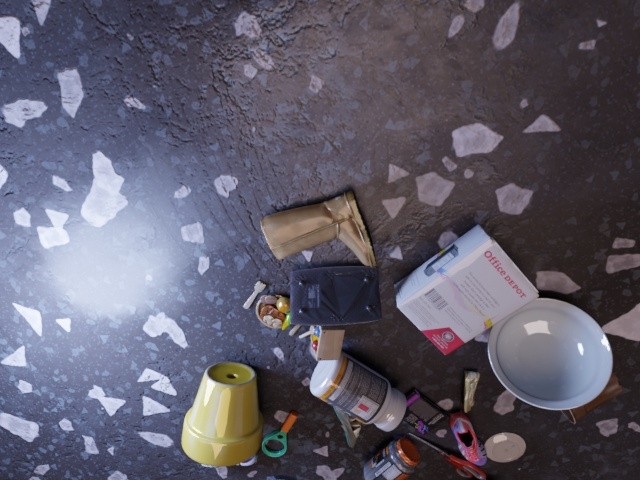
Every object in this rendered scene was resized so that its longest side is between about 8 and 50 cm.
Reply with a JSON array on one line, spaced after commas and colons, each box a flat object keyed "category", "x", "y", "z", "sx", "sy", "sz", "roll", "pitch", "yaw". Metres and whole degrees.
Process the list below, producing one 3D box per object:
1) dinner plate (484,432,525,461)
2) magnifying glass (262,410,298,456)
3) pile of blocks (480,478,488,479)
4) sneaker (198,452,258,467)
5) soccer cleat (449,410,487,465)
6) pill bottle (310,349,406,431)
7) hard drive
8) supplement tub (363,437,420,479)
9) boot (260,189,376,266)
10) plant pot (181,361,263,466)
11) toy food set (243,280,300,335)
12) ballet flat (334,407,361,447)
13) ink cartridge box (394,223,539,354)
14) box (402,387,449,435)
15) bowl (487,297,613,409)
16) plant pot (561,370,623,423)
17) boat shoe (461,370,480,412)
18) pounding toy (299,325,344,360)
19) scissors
[{"category": "dinner plate", "x": 0.644, "y": 0.728, "z": 1.397, "sx": 0.142, "sy": 0.017, "sz": 0.141, "roll": 1, "pitch": 111, "yaw": 3}, {"category": "magnifying glass", "x": -0.140, "y": 0.702, "z": 1.448, "sx": 0.092, "sy": 0.026, "sz": 0.230, "roll": 26, "pitch": 111, "yaw": -6}, {"category": "pile of blocks", "x": 0.499, "y": 0.987, "z": 1.443, "sx": 0.113, "sy": 0.149, "sz": 0.362, "roll": 38, "pitch": 111, "yaw": -10}, {"category": "sneaker", "x": -0.341, "y": 0.770, "z": 1.478, "sx": 0.224, "sy": 0.083, "sz": 0.098, "roll": -4, "pitch": 91, "yaw": 2}, {"category": "soccer cleat", "x": 0.502, "y": 0.687, "z": 1.349, "sx": 0.083, "sy": 0.095, "sz": 0.247, "roll": -22, "pitch": 108, "yaw": 13}, {"category": "pill bottle", "x": 0.120, "y": 0.473, "z": 1.260, "sx": 0.279, "sy": 0.162, "sz": 0.162, "roll": 34, "pitch": 111, "yaw": -9}, {"category": "hard drive", "x": 0.042, "y": 0.162, "z": 1.150, "sx": 0.255, "sy": 0.054, "sz": 0.171, "roll": -4, "pitch": 67, "yaw": 5}, {"category": "supplement tub", "x": 0.250, "y": 0.783, "z": 1.398, "sx": 0.117, "sy": 0.117, "sz": 0.190, "roll": 36, "pitch": 110, "yaw": -10}, {"category": "boot", "x": 0.000, "y": 0.000, "z": 1.123, "sx": 0.270, "sy": 0.089, "sz": 0.235, "roll": -19, "pitch": 99, "yaw": 12}, {"category": "plant pot", "x": -0.302, "y": 0.537, "z": 1.289, "sx": 0.254, "sy": 0.254, "sz": 0.238, "roll": 10, "pitch": 98, "yaw": 1}, {"category": "toy food set", "x": -0.140, "y": 0.222, "z": 1.245, "sx": 0.192, "sy": 0.038, "sz": 0.132, "roll": 32, "pitch": 111, "yaw": -8}, {"category": "ballet flat", "x": 0.104, "y": 0.625, "z": 1.372, "sx": 0.068, "sy": 0.072, "sz": 0.213, "roll": -17, "pitch": 109, "yaw": 7}, {"category": "ink cartridge box", "x": 0.394, "y": 0.140, "z": 1.118, "sx": 0.306, "sy": 0.131, "sz": 0.226, "roll": -40, "pitch": 103, "yaw": 16}, {"category": "box", "x": 0.335, "y": 0.581, "z": 1.357, "sx": 0.162, "sy": 0.029, "sz": 0.116, "roll": 39, "pitch": 111, "yaw": -9}, {"category": "bowl", "x": 0.634, "y": 0.319, "z": 1.138, "sx": 0.298, "sy": 0.134, "sz": 0.297, "roll": -7, "pitch": 69, "yaw": 19}, {"category": "plant pot", "x": 0.777, "y": 0.429, "z": 1.196, "sx": 0.165, "sy": 0.167, "sz": 0.166, "roll": -29, "pitch": 107, "yaw": 6}, {"category": "boat shoe", "x": 0.485, "y": 0.490, "z": 1.294, "sx": 0.048, "sy": 0.056, "sz": 0.152, "roll": 0, "pitch": 105, "yaw": 10}, {"category": "pounding toy", "x": 0.001, "y": 0.284, "z": 1.218, "sx": 0.101, "sy": 0.141, "sz": 0.129, "roll": 3, "pitch": 113, "yaw": -13}, {"category": "scissors", "x": 0.449, "y": 0.751, "z": 1.402, "sx": 0.297, "sy": 0.021, "sz": 0.109, "roll": 41, "pitch": 140, "yaw": -8}]
